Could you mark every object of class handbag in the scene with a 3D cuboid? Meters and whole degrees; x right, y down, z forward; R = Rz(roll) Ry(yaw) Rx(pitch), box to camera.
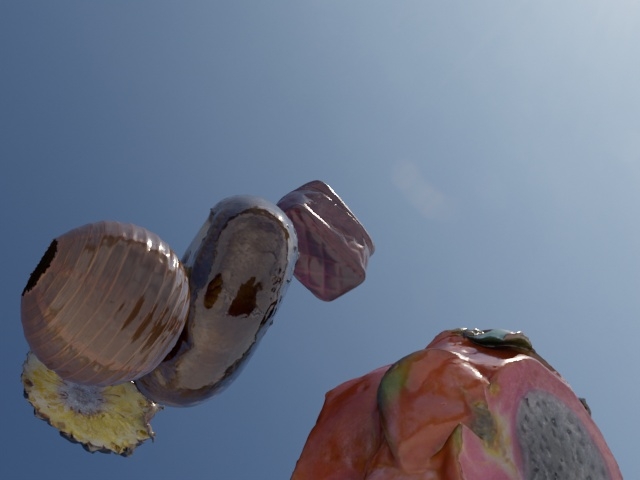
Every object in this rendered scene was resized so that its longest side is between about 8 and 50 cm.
[{"bbox_3d":[0.000,0.000,1.314,0.225,0.146,0.135,47,-148,-12],"label":"handbag"}]

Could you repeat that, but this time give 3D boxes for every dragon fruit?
[{"bbox_3d":[0.130,0.203,0.515,0.290,0.189,0.291,26,-130,-36],"label":"dragon fruit"}]

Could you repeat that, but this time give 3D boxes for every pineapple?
[{"bbox_3d":[-0.331,0.192,1.158,0.262,0.262,0.272,61,-150,-19],"label":"pineapple"}]

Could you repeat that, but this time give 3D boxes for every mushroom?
[{"bbox_3d":[-0.134,0.077,0.834,0.163,0.297,0.278,35,-152,5],"label":"mushroom"}]

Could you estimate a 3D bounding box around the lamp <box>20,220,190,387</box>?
[{"bbox_3d":[-0.173,0.052,0.546,0.136,0.136,0.136,1,-92,-37],"label":"lamp"}]
